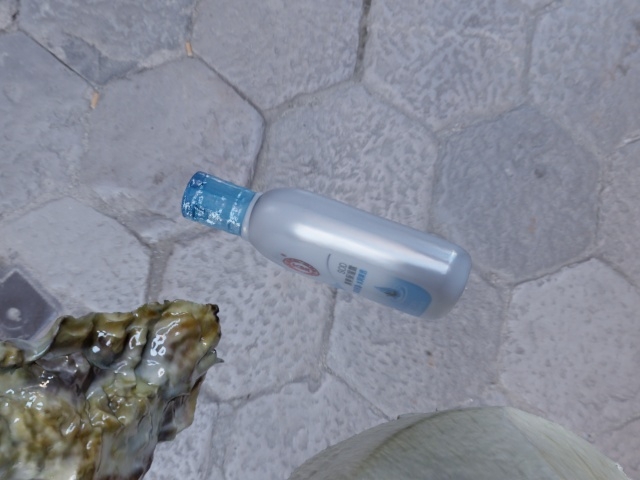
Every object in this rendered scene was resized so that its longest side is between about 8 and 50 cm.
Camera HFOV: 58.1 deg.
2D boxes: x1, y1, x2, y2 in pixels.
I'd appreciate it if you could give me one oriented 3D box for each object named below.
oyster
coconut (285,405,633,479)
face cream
[{"bbox_3d":[-0.193,0.162,0.498,0.107,0.354,0.201,33,107,28],"label":"oyster"},{"bbox_3d":[0.105,0.291,0.402,0.346,0.360,0.347,6,69,-14],"label":"coconut"},{"bbox_3d":[0.000,0.000,0.683,0.336,0.163,0.080,20,70,4],"label":"face cream"}]
